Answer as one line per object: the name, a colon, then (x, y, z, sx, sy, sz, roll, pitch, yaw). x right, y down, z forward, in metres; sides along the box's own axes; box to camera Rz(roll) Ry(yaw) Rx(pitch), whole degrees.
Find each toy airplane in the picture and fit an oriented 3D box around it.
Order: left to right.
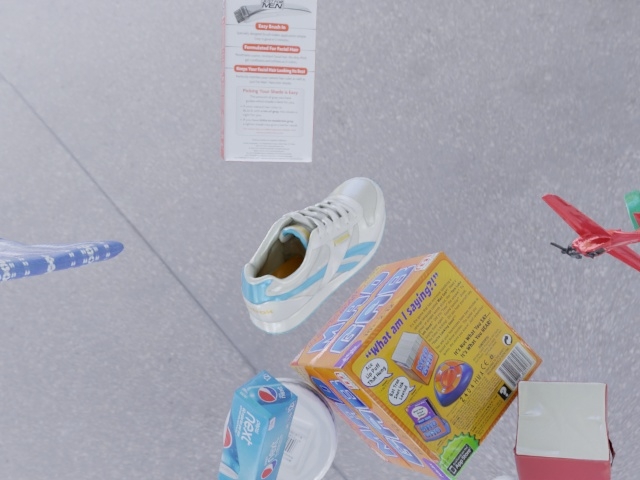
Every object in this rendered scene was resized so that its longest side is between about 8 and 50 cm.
toy airplane: (0.286, -0.002, 0.712, 0.151, 0.151, 0.028, 14, 63, 21)

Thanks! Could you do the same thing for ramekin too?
ramekin: (-0.090, 0.460, 1.746, 0.277, 0.135, 0.277, 1, 79, -5)

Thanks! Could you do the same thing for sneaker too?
sneaker: (0.000, 0.000, 0.849, 0.087, 0.092, 0.229, 24, 57, 28)

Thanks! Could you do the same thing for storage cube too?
storage cube: (0.519, 0.429, 1.609, 0.214, 0.193, 0.184, -1, 48, 20)

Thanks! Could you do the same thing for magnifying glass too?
magnifying glass: (0.414, 0.032, 0.922, 0.026, 0.092, 0.231, -23, 43, 25)

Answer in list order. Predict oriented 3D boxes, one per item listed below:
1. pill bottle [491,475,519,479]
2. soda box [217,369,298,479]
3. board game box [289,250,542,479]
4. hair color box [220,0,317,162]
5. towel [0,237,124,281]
pill bottle: (0.150, 0.502, 0.917, 0.407, 0.229, 0.229, -43, 64, 7)
soda box: (-0.097, 0.299, 1.126, 0.071, 0.210, 0.067, 34, 40, 25)
board game box: (0.213, 0.289, 1.775, 0.356, 0.356, 0.356, 47, 70, -9)
hair color box: (-0.055, -0.166, 0.768, 0.093, 0.053, 0.167, 0, 102, -12)
towel: (-0.367, 0.024, 0.596, 0.243, 0.336, 0.040, 0, 97, 42)
